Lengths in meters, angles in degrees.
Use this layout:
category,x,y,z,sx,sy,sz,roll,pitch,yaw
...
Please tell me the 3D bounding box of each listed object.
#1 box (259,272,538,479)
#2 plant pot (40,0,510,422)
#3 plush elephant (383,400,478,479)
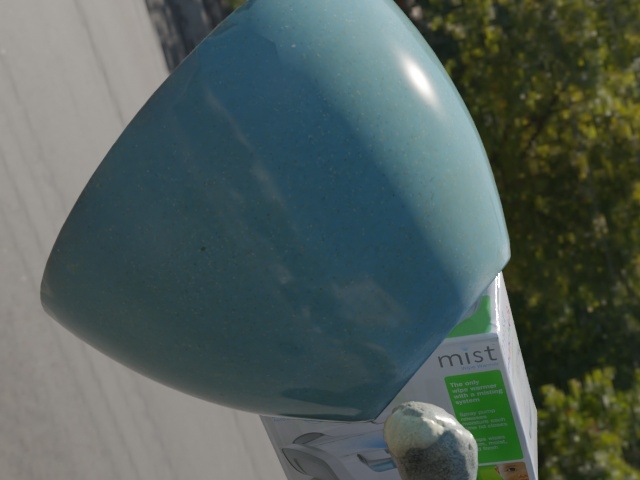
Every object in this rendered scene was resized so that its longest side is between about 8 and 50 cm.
category,x,y,z,sx,sy,sz,roll,pitch,yaw
box,0.079,0.154,1.220,0.126,0.262,0.231,-81,158,-50
plant pot,0.000,0.000,0.728,0.195,0.290,0.290,40,1,8
plush elephant,0.109,0.285,0.785,0.255,0.272,0.329,16,94,-74
